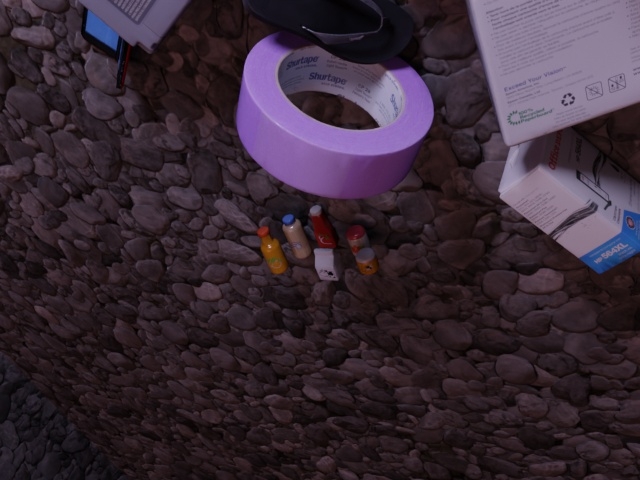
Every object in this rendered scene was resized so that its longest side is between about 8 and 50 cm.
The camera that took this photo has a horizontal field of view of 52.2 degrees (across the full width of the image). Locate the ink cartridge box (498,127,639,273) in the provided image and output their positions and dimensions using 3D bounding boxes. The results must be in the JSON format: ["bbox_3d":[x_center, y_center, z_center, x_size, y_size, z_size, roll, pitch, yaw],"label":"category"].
[{"bbox_3d":[0.379,-0.073,0.976,0.203,0.148,0.086,35,139,-11],"label":"ink cartridge box"}]

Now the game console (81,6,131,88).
[{"bbox_3d":[-0.366,-0.355,1.116,0.085,0.124,0.144,8,143,-20],"label":"game console"}]

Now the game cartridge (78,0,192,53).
[{"bbox_3d":[-0.244,-0.397,0.876,0.198,0.062,0.297,43,142,-17],"label":"game cartridge"}]

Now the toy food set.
[{"bbox_3d":[0.000,0.000,1.266,0.232,0.111,0.105,2,133,29],"label":"toy food set"}]

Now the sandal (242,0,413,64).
[{"bbox_3d":[0.018,-0.306,0.899,0.254,0.097,0.054,7,-175,-23],"label":"sandal"}]

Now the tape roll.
[{"bbox_3d":[0.019,-0.189,0.943,0.274,0.275,0.090,24,138,2],"label":"tape roll"}]

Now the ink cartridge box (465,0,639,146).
[{"bbox_3d":[0.331,-0.306,0.746,0.323,0.071,0.330,-18,123,11],"label":"ink cartridge box"}]
